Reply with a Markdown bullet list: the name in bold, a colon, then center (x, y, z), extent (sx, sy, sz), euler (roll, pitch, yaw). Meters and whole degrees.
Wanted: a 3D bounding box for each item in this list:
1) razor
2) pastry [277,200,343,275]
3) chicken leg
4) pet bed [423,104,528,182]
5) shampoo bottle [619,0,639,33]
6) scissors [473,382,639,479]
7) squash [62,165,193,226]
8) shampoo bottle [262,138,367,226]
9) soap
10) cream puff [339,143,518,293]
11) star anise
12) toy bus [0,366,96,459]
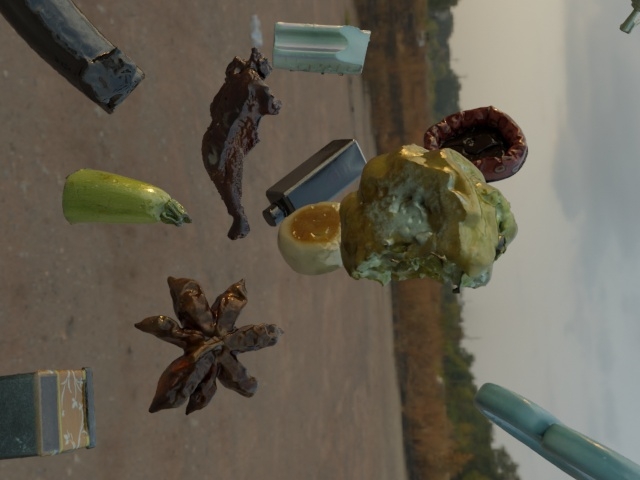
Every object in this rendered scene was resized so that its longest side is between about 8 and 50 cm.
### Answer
- **razor**: center (-0.414, -0.343, 1.213), extent (0.327, 0.107, 0.189), euler (49, -2, -16)
- **pastry**: center (0.000, 0.000, 1.408), extent (0.156, 0.156, 0.092), euler (-84, 161, -47)
- **chicken leg**: center (-0.097, -0.113, 0.898), extent (0.048, 0.089, 0.219), euler (-5, 115, -58)
- **pet bed**: center (0.280, -0.172, 1.438), extent (0.201, 0.201, 0.053), euler (-84, 160, -45)
- **shampoo bottle**: center (0.312, -0.255, 0.671), extent (0.195, 0.056, 0.056), euler (112, -15, -51)
- **scissors**: center (0.303, 0.245, 0.666), extent (0.447, 0.192, 0.029), euler (38, 82, -30)
- **squash**: center (-0.431, -0.096, 1.798), extent (0.137, 0.287, 0.137), euler (3, 90, -88)
- **shampoo bottle**: center (-0.017, -0.112, 1.590), extent (0.246, 0.079, 0.080), euler (-40, 116, -25)
- **soap**: center (0.005, -0.444, 1.820), extent (0.145, 0.230, 0.091), euler (-161, -106, -87)
- **cream puff**: center (0.138, -0.022, 0.993), extent (0.194, 0.220, 0.195), euler (-18, 111, -58)
- **star anise**: center (-0.142, 0.138, 1.050), extent (0.196, 0.111, 0.213), euler (29, 50, -35)
- **toy bus**: center (-0.586, 0.316, 1.389), extent (0.194, 0.323, 0.162), euler (39, 44, -77)
